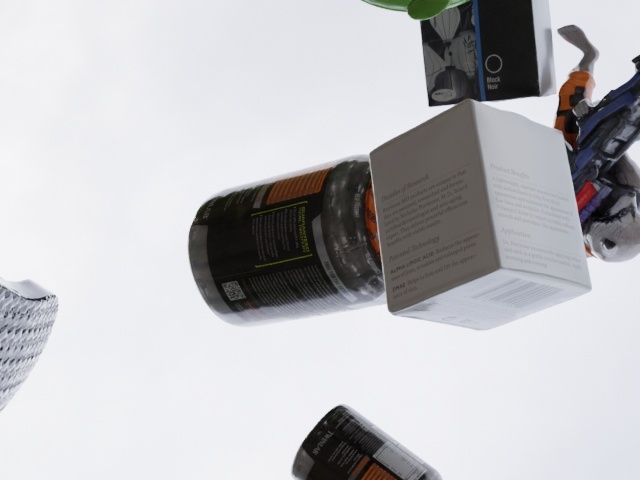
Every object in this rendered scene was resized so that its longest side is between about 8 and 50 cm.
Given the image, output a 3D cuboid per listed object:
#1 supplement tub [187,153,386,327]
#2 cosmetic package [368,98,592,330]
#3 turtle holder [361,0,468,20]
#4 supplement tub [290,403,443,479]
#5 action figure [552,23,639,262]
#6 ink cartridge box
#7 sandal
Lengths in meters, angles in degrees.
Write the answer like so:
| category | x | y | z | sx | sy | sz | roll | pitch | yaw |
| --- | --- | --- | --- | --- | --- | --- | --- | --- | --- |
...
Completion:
| category | x | y | z | sx | sy | sz | roll | pitch | yaw |
| --- | --- | --- | --- | --- | --- | --- | --- | --- | --- |
| supplement tub | 0.000 | 0.000 | 1.740 | 0.338 | 0.207 | 0.207 | -12 | -121 | 37 |
| cosmetic package | 0.161 | -0.021 | 1.297 | 0.151 | 0.151 | 0.183 | -27 | -120 | 42 |
| turtle holder | 0.137 | -0.380 | 1.397 | 0.320 | 0.227 | 0.243 | -4 | -74 | 15 |
| supplement tub | 0.068 | 0.297 | 1.545 | 0.190 | 0.117 | 0.117 | 36 | -95 | 17 |
| action figure | 0.348 | -0.114 | 1.562 | 0.341 | 0.179 | 0.330 | -46 | -144 | 34 |
| ink cartridge box | 0.204 | -0.342 | 1.626 | 0.165 | 0.065 | 0.332 | -3 | -83 | 34 |
| sandal | -0.333 | 0.082 | 1.151 | 0.107 | 0.446 | 0.167 | 32 | -103 | 4 |
